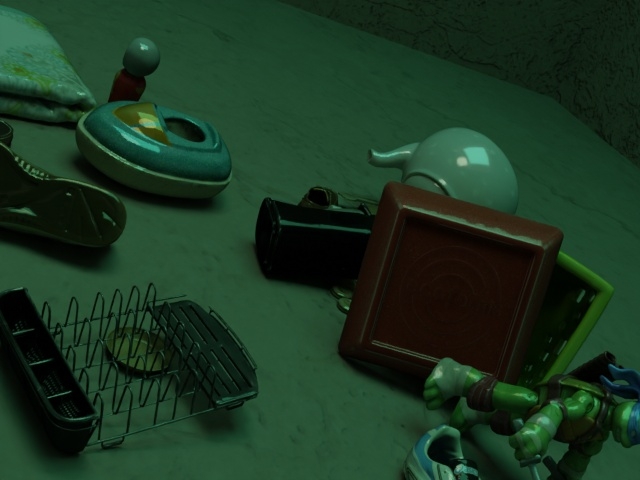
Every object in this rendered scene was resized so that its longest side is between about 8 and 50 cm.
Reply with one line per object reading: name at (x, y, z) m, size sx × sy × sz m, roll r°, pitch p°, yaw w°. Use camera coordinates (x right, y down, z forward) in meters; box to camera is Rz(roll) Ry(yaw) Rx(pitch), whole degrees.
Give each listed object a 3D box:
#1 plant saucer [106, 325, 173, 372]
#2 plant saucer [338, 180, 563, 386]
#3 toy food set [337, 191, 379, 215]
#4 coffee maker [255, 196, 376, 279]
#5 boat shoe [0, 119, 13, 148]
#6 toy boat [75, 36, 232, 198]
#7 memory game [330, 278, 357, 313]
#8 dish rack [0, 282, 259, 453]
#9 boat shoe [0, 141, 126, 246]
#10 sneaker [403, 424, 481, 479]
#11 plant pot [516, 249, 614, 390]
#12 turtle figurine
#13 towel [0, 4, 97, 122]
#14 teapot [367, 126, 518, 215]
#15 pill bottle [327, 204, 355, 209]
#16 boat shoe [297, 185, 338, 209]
plant saucer at (-0.218, 0.134, 1.117) m, size 0.083 × 0.015 × 0.083 m, roll 21°, pitch 25°, yaw -10°
plant saucer at (0.179, 0.075, 1.283) m, size 0.258 × 0.259 × 0.048 m, roll 16°, pitch 7°, yaw 1°
toy food set at (0.123, -0.026, 1.774) m, size 0.132 × 0.039 × 0.192 m, roll 10°, pitch 22°, yaw -47°
coffee maker at (0.000, 0.000, 1.452) m, size 0.178 × 0.120 × 0.171 m, roll 4°, pitch 9°, yaw -21°
boat shoe at (-0.515, -0.154, 1.350) m, size 0.073 × 0.073 × 0.207 m, roll 29°, pitch 22°, yaw 10°
toy boat at (-0.286, -0.207, 1.559) m, size 0.267 × 0.148 × 0.318 m, roll 9°, pitch 36°, yaw -36°
memory game at (0.102, 0.107, 1.495) m, size 0.186 × 0.012 × 0.186 m, roll 22°, pitch 24°, yaw -10°
dish rack at (-0.205, 0.125, 1.039) m, size 0.271 × 0.074 × 0.208 m, roll -9°, pitch 42°, yaw -36°
boat shoe at (-0.410, -0.062, 1.247) m, size 0.302 × 0.109 × 0.098 m, roll 20°, pitch -15°, yaw -12°
sneaker at (0.153, 0.303, 1.051) m, size 0.085 × 0.086 × 0.237 m, roll 18°, pitch 26°, yaw -21°
plant pot at (0.273, 0.092, 1.408) m, size 0.228 × 0.227 × 0.207 m, roll 32°, pitch 8°, yaw 2°
turtle figurine at (0.254, 0.261, 1.146) m, size 0.266 × 0.275 × 0.197 m, roll 12°, pitch 8°, yaw 43°
towel at (-0.604, -0.321, 1.594) m, size 0.374 × 0.090 × 0.320 m, roll 6°, pitch 33°, yaw -38°
teapot at (0.248, -0.082, 1.809) m, size 0.187 × 0.253 × 0.256 m, roll -33°, pitch 26°, yaw -32°
pill bottle at (0.071, -0.010, 1.624) m, size 0.137 × 0.078 × 0.078 m, roll 19°, pitch 24°, yaw -15°
boat shoe at (0.000, -0.067, 1.693) m, size 0.064 × 0.060 × 0.178 m, roll 29°, pitch 24°, yaw 8°
